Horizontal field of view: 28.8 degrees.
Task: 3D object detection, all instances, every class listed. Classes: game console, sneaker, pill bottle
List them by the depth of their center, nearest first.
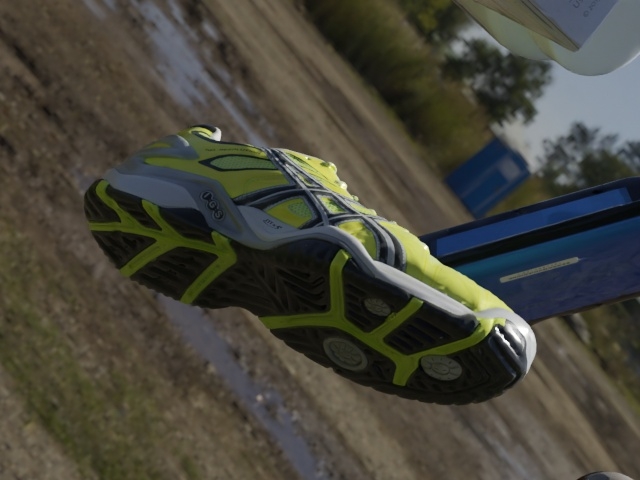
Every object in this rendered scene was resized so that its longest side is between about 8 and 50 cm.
[{"bbox_3d":[0.000,0.000,0.994,0.385,0.147,0.145,25,-38,17],"label":"sneaker"},{"bbox_3d":[0.204,-0.010,1.236,0.250,0.293,0.173,58,18,-61],"label":"game console"},{"bbox_3d":[0.223,-0.299,1.322,0.176,0.176,0.318,44,8,-38],"label":"pill bottle"}]

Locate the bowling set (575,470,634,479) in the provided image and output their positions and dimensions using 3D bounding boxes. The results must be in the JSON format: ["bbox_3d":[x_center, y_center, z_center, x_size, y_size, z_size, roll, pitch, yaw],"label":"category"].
[{"bbox_3d":[0.114,0.217,0.599,0.154,0.287,0.200,17,72,-75],"label":"bowling set"}]

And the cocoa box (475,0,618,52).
[{"bbox_3d":[0.139,-0.337,0.756,0.231,0.347,0.228,34,7,-33],"label":"cocoa box"}]
